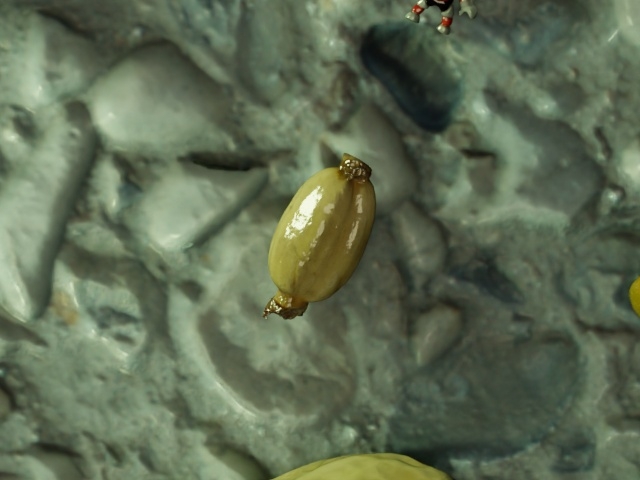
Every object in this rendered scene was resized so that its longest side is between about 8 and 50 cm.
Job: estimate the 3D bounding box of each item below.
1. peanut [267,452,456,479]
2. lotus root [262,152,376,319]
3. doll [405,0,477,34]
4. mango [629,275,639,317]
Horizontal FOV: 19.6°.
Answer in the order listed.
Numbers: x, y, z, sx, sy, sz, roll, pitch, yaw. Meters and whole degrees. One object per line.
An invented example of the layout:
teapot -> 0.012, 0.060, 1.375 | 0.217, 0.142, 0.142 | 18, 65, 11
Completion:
peanut -> -0.026, 0.259, 1.493 | 0.313, 0.152, 0.152 | -15, 100, 1
lotus root -> 0.000, 0.000, 1.484 | 0.073, 0.062, 0.150 | 21, 103, -26
doll -> 0.104, -0.219, 1.453 | 0.057, 0.039, 0.114 | 31, 116, 27
mango -> 0.339, 0.026, 1.475 | 0.184, 0.085, 0.102 | -29, 99, 11
